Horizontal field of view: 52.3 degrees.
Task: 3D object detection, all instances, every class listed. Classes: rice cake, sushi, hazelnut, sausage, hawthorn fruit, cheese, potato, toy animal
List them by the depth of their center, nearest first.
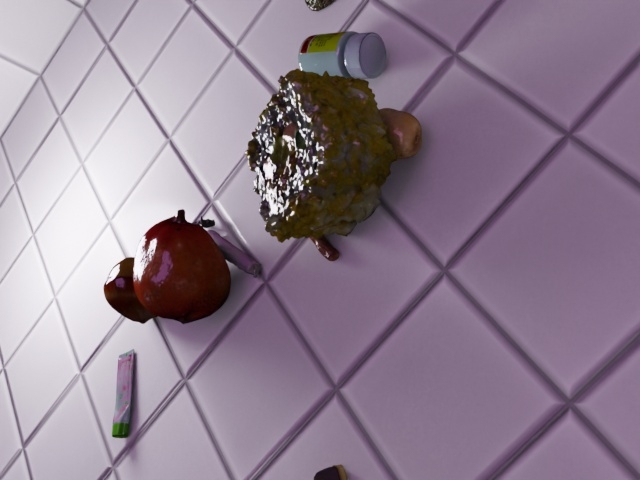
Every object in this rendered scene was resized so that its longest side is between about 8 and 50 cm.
[{"bbox_3d":[0.036,0.605,1.498,0.086,0.036,0.163,-30,58,25],"label":"cheese"},{"bbox_3d":[-0.009,-0.193,1.630,0.396,0.240,0.351,-53,50,44],"label":"sushi"},{"bbox_3d":[0.184,-0.272,1.645,0.178,0.109,0.118,35,111,42],"label":"potato"},{"bbox_3d":[0.000,0.000,1.749,0.158,0.042,0.036,55,149,40],"label":"sausage"},{"bbox_3d":[-0.412,0.094,1.892,0.295,0.295,0.311,-37,72,24],"label":"hawthorn fruit"},{"bbox_3d":[-0.266,0.037,1.944,0.270,0.049,0.055,33,82,43],"label":"rice cake"},{"bbox_3d":[-0.384,-0.042,2.061,0.135,0.065,0.047,-17,65,33],"label":"toy animal"},{"bbox_3d":[-0.579,0.158,2.073,0.229,0.229,0.230,-15,65,35],"label":"hazelnut"}]

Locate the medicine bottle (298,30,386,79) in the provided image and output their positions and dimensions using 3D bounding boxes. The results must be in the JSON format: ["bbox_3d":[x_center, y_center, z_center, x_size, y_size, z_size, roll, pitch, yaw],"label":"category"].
[{"bbox_3d":[0.058,-0.508,1.813,0.225,0.139,0.139,11,82,42],"label":"medicine bottle"}]

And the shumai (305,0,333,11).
[{"bbox_3d":[-0.015,-0.769,2.003,0.123,0.087,0.099,-10,70,38],"label":"shumai"}]

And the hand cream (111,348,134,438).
[{"bbox_3d":[-0.635,0.491,2.095,0.079,0.050,0.275,-10,60,10],"label":"hand cream"}]
